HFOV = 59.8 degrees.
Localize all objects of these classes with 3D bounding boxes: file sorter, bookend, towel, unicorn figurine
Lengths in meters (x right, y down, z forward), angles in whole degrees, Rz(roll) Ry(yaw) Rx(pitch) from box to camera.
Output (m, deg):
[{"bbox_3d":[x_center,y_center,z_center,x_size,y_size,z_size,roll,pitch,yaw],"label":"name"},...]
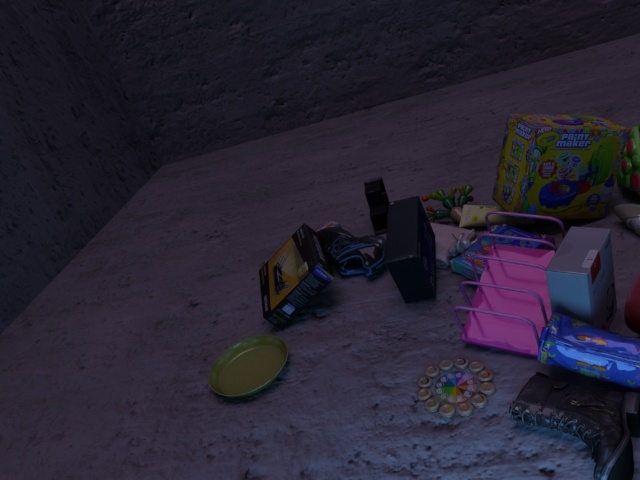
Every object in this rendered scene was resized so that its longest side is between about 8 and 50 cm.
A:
[{"bbox_3d":[0.458,0.096,1.333,0.202,0.182,0.291,8,59,34],"label":"file sorter"},{"bbox_3d":[0.215,-0.129,2.055,0.072,0.157,0.156,-15,27,13],"label":"bookend"},{"bbox_3d":[0.352,0.003,1.838,0.187,0.049,0.282,-39,33,-30],"label":"towel"},{"bbox_3d":[0.416,0.009,1.640,0.111,0.162,0.060,-38,71,-26],"label":"unicorn figurine"}]

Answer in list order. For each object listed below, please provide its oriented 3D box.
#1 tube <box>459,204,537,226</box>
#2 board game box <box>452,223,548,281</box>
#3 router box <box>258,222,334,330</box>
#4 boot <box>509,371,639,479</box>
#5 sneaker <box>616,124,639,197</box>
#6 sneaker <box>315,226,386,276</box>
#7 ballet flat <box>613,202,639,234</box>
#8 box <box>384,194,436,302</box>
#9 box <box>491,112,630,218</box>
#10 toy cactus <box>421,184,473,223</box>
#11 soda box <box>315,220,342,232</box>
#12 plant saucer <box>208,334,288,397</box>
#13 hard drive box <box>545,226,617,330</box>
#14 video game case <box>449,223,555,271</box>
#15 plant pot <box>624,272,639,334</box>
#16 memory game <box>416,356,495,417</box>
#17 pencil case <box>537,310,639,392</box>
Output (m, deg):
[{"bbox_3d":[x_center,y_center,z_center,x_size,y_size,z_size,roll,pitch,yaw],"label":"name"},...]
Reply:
[{"bbox_3d":[0.575,-0.080,1.808,0.240,0.062,0.070,1,16,32],"label":"tube"},{"bbox_3d":[0.505,0.043,1.565,0.210,0.047,0.160,-33,32,-17],"label":"board game box"},{"bbox_3d":[-0.087,0.109,1.805,0.243,0.081,0.309,-46,24,12],"label":"router box"},{"bbox_3d":[0.478,0.358,1.071,0.229,0.091,0.263,1,25,38],"label":"boot"},{"bbox_3d":[1.032,-0.210,1.661,0.202,0.185,0.483,9,31,7],"label":"sneaker"},{"bbox_3d":[0.072,0.041,1.880,0.341,0.125,0.139,4,38,40],"label":"sneaker"},{"bbox_3d":[0.914,-0.044,1.511,0.086,0.086,0.248,-37,32,-29],"label":"ballet flat"},{"bbox_3d":[0.270,0.023,1.646,0.103,0.184,0.261,-15,40,24],"label":"box"},{"bbox_3d":[0.705,-0.224,1.663,0.290,0.279,0.177,-2,26,-9],"label":"box"},{"bbox_3d":[0.454,-0.109,1.945,0.219,0.112,0.180,-23,46,-9],"label":"toy cactus"},{"bbox_3d":[0.000,0.000,2.076,0.183,0.058,0.063,-35,30,-24],"label":"soda box"},{"bbox_3d":[-0.199,0.361,1.577,0.241,0.037,0.241,-16,28,9],"label":"plant saucer"},{"bbox_3d":[0.597,0.114,1.264,0.089,0.232,0.181,6,38,41],"label":"hard drive box"},{"bbox_3d":[0.537,0.041,1.648,0.232,0.042,0.210,-35,32,-26],"label":"video game case"},{"bbox_3d":[0.764,0.139,1.150,0.191,0.191,0.174,-30,31,-18],"label":"plant pot"},{"bbox_3d":[0.313,0.337,1.292,0.186,0.012,0.186,-16,27,9],"label":"memory game"},{"bbox_3d":[0.597,0.234,1.118,0.306,0.133,0.119,13,77,36],"label":"pencil case"}]
